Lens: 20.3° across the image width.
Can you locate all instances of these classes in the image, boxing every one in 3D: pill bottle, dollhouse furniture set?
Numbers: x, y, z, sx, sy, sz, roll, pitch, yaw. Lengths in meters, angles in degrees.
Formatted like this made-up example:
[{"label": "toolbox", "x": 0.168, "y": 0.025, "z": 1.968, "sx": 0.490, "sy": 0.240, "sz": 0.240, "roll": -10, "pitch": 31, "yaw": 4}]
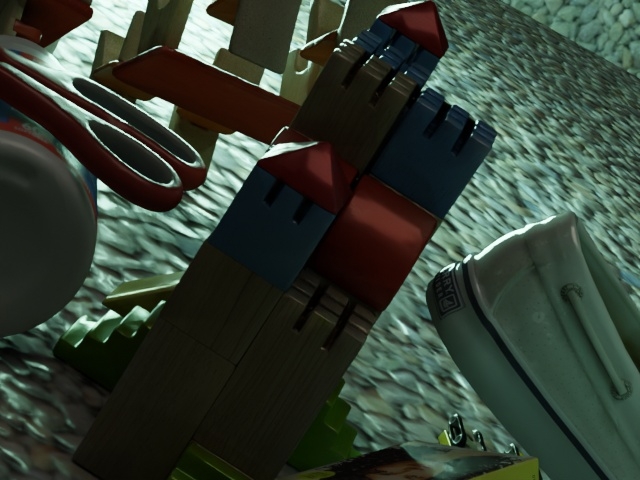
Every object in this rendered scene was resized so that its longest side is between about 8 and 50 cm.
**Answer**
[{"label": "pill bottle", "x": -0.192, "y": -0.045, "z": 1.044, "sx": 0.124, "sy": 0.124, "sz": 0.221, "roll": 26, "pitch": 19, "yaw": -18}, {"label": "dollhouse furniture set", "x": -0.112, "y": -0.120, "z": 1.251, "sx": 0.259, "sy": 0.135, "sz": 0.262, "roll": 22, "pitch": -20, "yaw": -27}]

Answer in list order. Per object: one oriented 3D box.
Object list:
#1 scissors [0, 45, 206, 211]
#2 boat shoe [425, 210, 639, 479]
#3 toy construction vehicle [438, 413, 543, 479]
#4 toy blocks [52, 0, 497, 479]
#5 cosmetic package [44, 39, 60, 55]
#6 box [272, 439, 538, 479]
[{"label": "scissors", "x": -0.190, "y": -0.102, "z": 0.962, "sx": 0.297, "sy": 0.021, "sz": 0.109, "roll": 31, "pitch": 20, "yaw": -12}, {"label": "boat shoe", "x": 0.234, "y": 0.116, "z": 1.135, "sx": 0.367, "sy": 0.156, "sz": 0.136, "roll": 49, "pitch": 21, "yaw": -20}, {"label": "toy construction vehicle", "x": 0.112, "y": 0.161, "z": 1.175, "sx": 0.086, "sy": 0.035, "sz": 0.098, "roll": 38, "pitch": 18, "yaw": -22}, {"label": "toy blocks", "x": 0.000, "y": 0.000, "z": 1.028, "sx": 0.191, "sy": 0.261, "sz": 0.381, "roll": 33, "pitch": 18, "yaw": 1}, {"label": "cosmetic package", "x": -0.291, "y": -0.353, "z": 1.517, "sx": 0.161, "sy": 0.230, "sz": 0.453, "roll": 22, "pitch": 20, "yaw": -29}, {"label": "box", "x": 0.003, "y": 0.147, "z": 0.852, "sx": 0.087, "sy": 0.058, "sz": 0.232, "roll": 2, "pitch": 8, "yaw": 43}]
